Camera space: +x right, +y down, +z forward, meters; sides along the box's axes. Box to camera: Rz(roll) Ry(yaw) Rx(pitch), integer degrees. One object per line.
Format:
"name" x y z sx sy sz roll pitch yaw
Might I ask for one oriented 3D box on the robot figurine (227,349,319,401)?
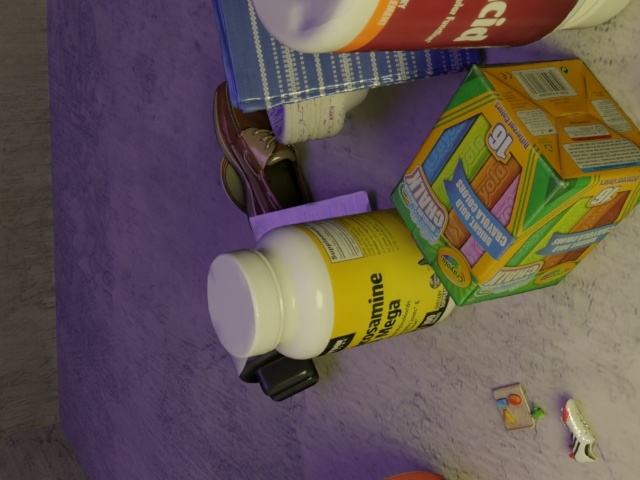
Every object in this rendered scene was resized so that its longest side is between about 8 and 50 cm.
"robot figurine" -0.100 0.153 1.526 0.209 0.173 0.278 -52 55 46

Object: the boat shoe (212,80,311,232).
"boat shoe" -0.090 -0.149 1.490 0.120 0.122 0.324 -23 87 51

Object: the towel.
"towel" 0.028 -0.311 1.079 0.040 0.336 0.243 140 119 -85

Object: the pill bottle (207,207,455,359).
"pill bottle" 0.020 0.062 1.157 0.188 0.334 0.188 23 118 53

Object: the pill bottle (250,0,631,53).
"pill bottle" 0.138 -0.304 0.819 0.224 0.392 0.224 23 118 53

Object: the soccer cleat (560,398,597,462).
"soccer cleat" 0.324 0.238 1.020 0.035 0.029 0.083 -5 97 49

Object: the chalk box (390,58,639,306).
"chalk box" 0.218 -0.045 0.967 0.179 0.180 0.289 61 144 28

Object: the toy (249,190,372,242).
"toy" 0.000 0.000 1.398 0.237 0.056 0.137 -12 97 28

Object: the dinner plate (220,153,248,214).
"dinner plate" -0.137 -0.108 1.538 0.017 0.141 0.141 -24 77 38

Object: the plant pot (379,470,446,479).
"plant pot" 0.140 0.489 1.179 0.243 0.275 0.275 -114 33 -40

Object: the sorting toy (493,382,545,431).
"sorting toy" 0.270 0.226 1.112 0.083 0.012 0.062 -33 70 56

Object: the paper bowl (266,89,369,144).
"paper bowl" -0.014 -0.295 1.238 0.284 0.148 0.284 169 90 -82
